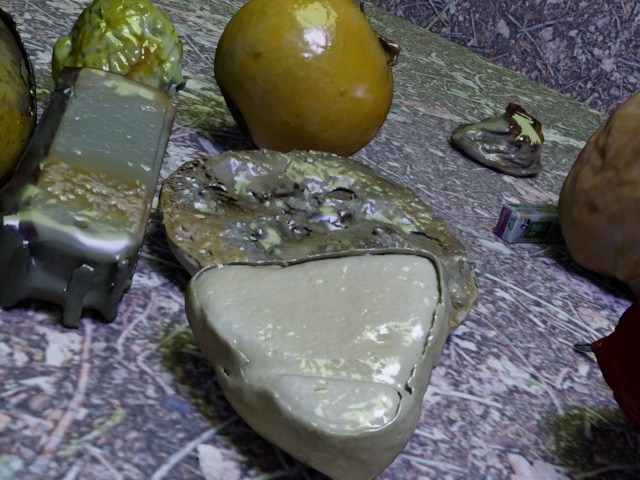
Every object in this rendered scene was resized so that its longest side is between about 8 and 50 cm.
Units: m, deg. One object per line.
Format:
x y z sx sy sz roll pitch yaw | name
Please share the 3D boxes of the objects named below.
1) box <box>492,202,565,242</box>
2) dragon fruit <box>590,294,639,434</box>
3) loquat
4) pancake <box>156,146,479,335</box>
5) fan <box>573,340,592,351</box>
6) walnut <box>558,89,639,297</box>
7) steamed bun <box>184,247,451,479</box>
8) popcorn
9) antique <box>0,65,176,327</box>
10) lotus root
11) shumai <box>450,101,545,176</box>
0.359 -0.027 1.337 0.207 0.050 0.041 0 29 -40 | box
0.413 0.167 0.765 0.302 0.240 0.330 66 7 15 | dragon fruit
-0.014 -0.245 1.246 0.275 0.275 0.275 17 23 -7 | loquat
0.000 -0.001 0.945 0.387 0.082 0.387 15 26 -8 | pancake
0.379 0.126 0.919 0.152 0.008 0.226 31 -19 -33 | fan
0.526 -0.077 1.213 0.306 0.344 0.306 28 10 -5 | walnut
0.002 0.107 0.684 0.231 0.110 0.212 -3 40 -1 | steamed bun
-0.263 -0.248 1.160 0.198 0.198 0.212 27 16 15 | popcorn
-0.225 -0.039 0.804 0.125 0.150 0.284 15 32 -13 | antique
-0.408 -0.169 0.887 0.196 0.179 0.397 24 21 -37 | lotus root
0.366 -0.212 1.667 0.201 0.120 0.201 16 26 -8 | shumai
